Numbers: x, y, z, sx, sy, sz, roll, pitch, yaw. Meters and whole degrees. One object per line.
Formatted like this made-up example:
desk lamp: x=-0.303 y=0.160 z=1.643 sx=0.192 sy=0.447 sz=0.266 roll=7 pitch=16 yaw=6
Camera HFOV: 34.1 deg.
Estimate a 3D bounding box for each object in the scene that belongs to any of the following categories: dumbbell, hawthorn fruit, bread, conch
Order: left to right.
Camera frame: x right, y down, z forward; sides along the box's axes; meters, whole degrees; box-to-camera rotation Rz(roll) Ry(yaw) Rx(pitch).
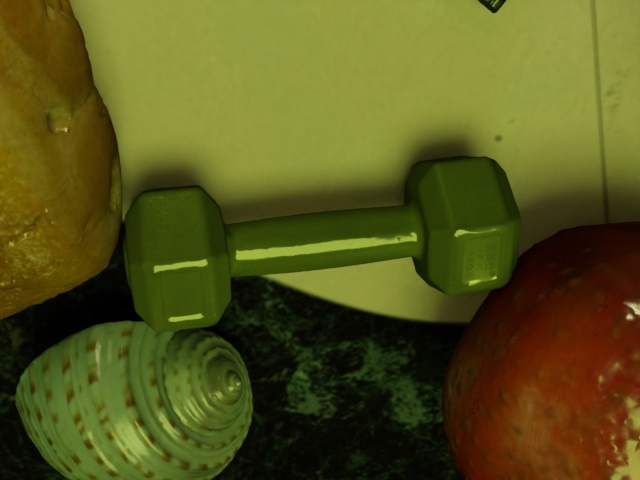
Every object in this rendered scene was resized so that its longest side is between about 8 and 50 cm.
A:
bread: x=-0.309 y=-0.051 z=0.691 sx=0.337 sy=0.148 sz=0.328 roll=-15 pitch=125 yaw=-1
conch: x=-0.150 y=0.154 z=0.862 sx=0.200 sy=0.131 sz=0.172 roll=-41 pitch=150 yaw=21
dumbbell: x=0.000 y=0.000 z=0.815 sx=0.302 sy=0.108 sz=0.121 roll=-6 pitch=124 yaw=-8
hawthorn fruit: x=0.251 y=0.106 z=0.843 sx=0.275 sy=0.275 sz=0.299 roll=15 pitch=119 yaw=-21

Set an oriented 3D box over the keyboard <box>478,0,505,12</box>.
keyboard: x=0.169 y=-0.255 z=0.725 sx=0.061 sy=0.013 sz=0.204 roll=29 pitch=109 yaw=-35
